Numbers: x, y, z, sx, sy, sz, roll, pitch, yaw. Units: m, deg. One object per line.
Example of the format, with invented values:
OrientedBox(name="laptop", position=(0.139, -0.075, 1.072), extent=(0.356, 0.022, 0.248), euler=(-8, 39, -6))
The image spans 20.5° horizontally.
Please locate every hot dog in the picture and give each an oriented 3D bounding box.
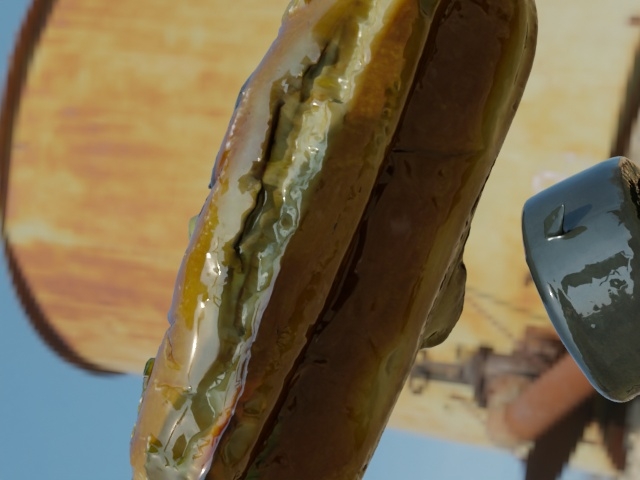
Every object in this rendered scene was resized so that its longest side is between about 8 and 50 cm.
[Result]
OrientedBox(name="hot dog", position=(0.000, 0.000, 0.677), extent=(0.115, 0.072, 0.269), euler=(33, -101, -52))

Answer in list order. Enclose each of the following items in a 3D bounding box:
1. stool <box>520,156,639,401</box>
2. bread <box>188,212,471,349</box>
OrientedBox(name="stool", position=(0.231, 0.019, 1.208), extent=(0.228, 0.139, 0.153), euler=(15, -129, -65))
OrientedBox(name="bread", position=(0.003, 0.020, 1.251), extent=(0.233, 0.088, 0.160), euler=(-9, -57, -29))
